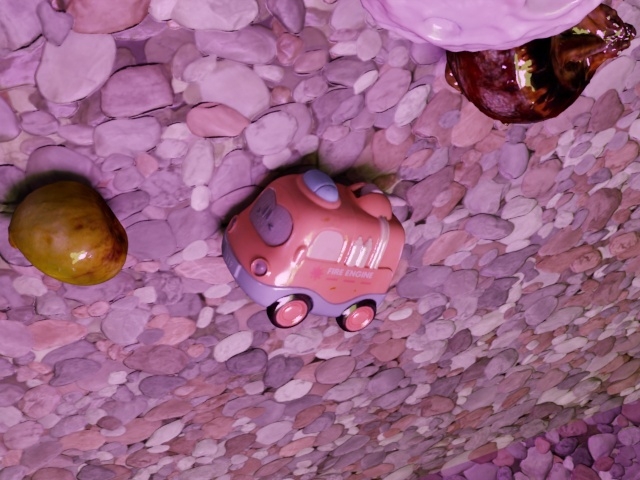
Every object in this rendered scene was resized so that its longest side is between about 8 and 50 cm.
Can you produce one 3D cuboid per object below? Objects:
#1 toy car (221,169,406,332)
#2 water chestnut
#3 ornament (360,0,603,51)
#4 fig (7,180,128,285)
[{"bbox_3d":[0.000,0.000,1.227,0.271,0.180,0.212,8,120,-35],"label":"toy car"},{"bbox_3d":[0.269,-0.255,1.037,0.224,0.238,0.223,-10,104,-47],"label":"water chestnut"},{"bbox_3d":[0.155,-0.342,0.790,0.337,0.337,0.337,-15,140,-13],"label":"ornament"},{"bbox_3d":[-0.321,-0.009,1.070,0.153,0.136,0.120,37,97,-5],"label":"fig"}]
